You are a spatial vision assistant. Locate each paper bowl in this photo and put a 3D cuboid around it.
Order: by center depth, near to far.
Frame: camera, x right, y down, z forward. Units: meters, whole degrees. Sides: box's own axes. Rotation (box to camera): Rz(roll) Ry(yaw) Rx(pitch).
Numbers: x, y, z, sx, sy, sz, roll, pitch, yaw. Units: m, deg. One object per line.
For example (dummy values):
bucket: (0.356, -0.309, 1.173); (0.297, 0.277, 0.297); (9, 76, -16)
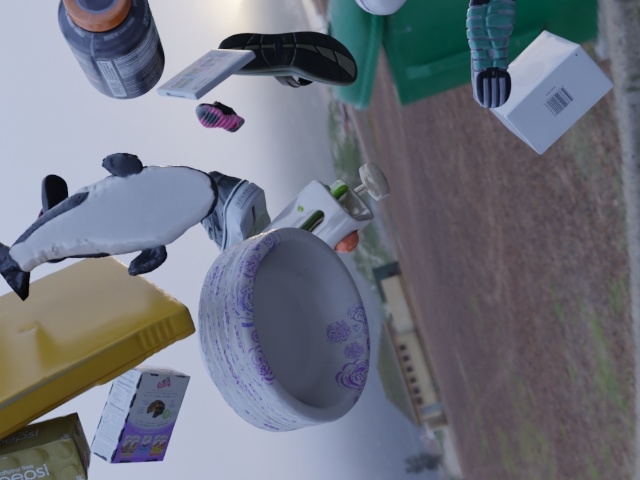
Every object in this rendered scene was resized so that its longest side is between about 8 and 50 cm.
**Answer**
paper bowl: (-0.064, 0.133, 1.313); (0.284, 0.148, 0.284); (27, -127, -43)

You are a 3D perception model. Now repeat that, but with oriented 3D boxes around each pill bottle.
pill bottle: (-0.303, -0.304, 1.311); (0.246, 0.130, 0.131); (103, 150, -78)

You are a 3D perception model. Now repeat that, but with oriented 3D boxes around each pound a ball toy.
pound a ball toy: (0.000, 0.000, 1.739); (0.136, 0.319, 0.208); (51, -159, 13)

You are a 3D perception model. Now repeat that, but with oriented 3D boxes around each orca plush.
orca plush: (-0.259, -0.010, 1.150); (0.151, 0.287, 0.102); (55, 180, 6)

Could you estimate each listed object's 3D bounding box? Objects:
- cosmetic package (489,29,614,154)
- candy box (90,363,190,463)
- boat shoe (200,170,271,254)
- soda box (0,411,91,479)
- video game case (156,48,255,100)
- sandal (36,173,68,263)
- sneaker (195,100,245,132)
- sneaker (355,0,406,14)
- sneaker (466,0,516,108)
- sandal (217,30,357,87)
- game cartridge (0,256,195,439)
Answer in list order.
cosmetic package: (0.517, -0.348, 2.104); (0.138, 0.224, 0.225); (42, -168, -21)
candy box: (-0.375, 0.361, 1.900); (0.165, 0.070, 0.196); (21, -92, -58)
boat shoe: (-0.173, -0.047, 1.758); (0.119, 0.121, 0.335); (35, 156, 9)
soda box: (-0.352, 0.251, 1.008); (0.058, 0.181, 0.061); (-115, 12, -68)
video game case: (-0.223, -0.324, 1.755); (0.143, 0.157, 0.019); (16, 140, 49)
sandal: (-0.477, -0.034, 1.615); (0.067, 0.040, 0.179); (23, -132, -45)
sneaker: (-0.195, -0.239, 1.691); (0.119, 0.047, 0.057); (12, -137, -56)
sneaker: (0.121, -0.366, 0.981); (0.161, 0.102, 0.282); (54, 131, 51)
sneaker: (0.283, -0.340, 1.562); (0.098, 0.083, 0.224); (-125, 38, -83)
sandal: (-0.070, -0.382, 1.939); (0.086, 0.302, 0.120); (104, 171, -65)
game cartridge: (-0.355, 0.130, 1.118); (0.285, 0.323, 0.053); (24, 133, 53)
